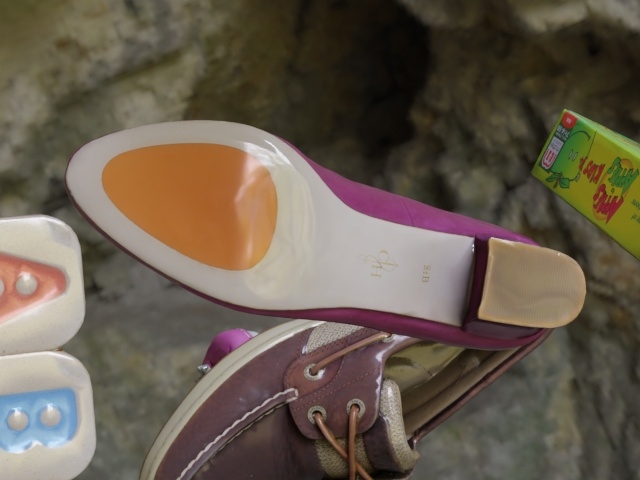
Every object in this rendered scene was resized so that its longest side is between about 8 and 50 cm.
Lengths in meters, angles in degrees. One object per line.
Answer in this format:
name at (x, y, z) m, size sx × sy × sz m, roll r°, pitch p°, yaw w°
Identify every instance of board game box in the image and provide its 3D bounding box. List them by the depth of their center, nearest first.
board game box at (0.184, -0.013, 0.799) m, size 0.043 × 0.092 × 0.181 m, roll -63°, pitch 17°, yaw 11°

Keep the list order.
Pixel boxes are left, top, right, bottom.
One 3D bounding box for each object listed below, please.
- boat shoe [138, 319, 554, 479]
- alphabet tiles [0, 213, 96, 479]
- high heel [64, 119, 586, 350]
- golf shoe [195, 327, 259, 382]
boat shoe at (0.027, 0.123, 1.138) m, size 0.342 × 0.123 × 0.123 m, roll -30°, pitch 34°, yaw -14°
alphabet tiles at (-0.224, 0.086, 0.596) m, size 0.278 × 0.284 × 0.021 m, roll -5°, pitch 5°, yaw -20°
high heel at (0.000, 0.000, 0.733) m, size 0.244 × 0.082 × 0.117 m, roll 9°, pitch -5°, yaw -7°
golf shoe at (-0.031, 0.211, 1.397) m, size 0.140 × 0.306 × 0.115 m, roll -18°, pitch 24°, yaw -26°
